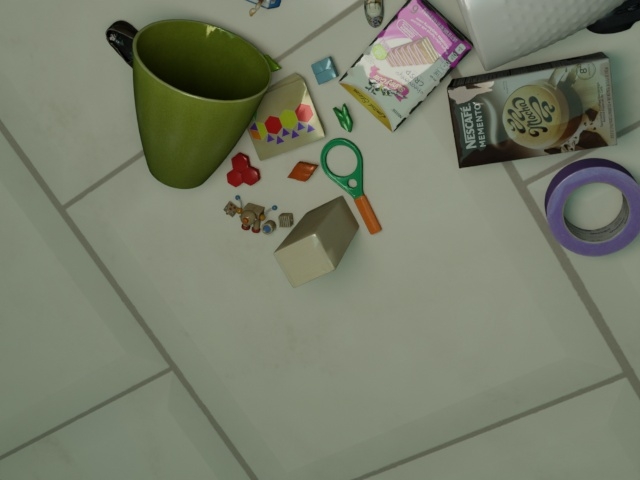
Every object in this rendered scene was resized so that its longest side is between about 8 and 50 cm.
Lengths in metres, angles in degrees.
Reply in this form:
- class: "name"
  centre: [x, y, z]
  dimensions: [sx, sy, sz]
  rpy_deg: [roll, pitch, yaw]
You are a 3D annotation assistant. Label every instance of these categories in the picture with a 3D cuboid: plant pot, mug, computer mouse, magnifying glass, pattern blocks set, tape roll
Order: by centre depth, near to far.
- class: "mug"
  centre: [0.375, -0.514, 1.188]
  dimensions: [0.328, 0.276, 0.374]
  rpy_deg: [-21, 136, 15]
- class: "computer mouse"
  centre: [0.614, -0.441, 1.310]
  dimensions: [0.242, 0.041, 0.071]
  rpy_deg: [-15, 104, 18]
- class: "tape roll"
  centre: [0.556, -0.068, 1.441]
  dimensions: [0.189, 0.080, 0.189]
  rpy_deg: [5, 110, 13]
- class: "plant pot"
  centre: [-0.274, -0.260, 1.482]
  dimensions: [0.275, 0.275, 0.293]
  rpy_deg: [28, 132, 3]
- class: "pattern blocks set"
  centre: [-0.089, -0.264, 1.553]
  dimensions: [0.325, 0.026, 0.285]
  rpy_deg: [-8, 105, 22]
- class: "magnifying glass"
  centre: [0.076, -0.120, 1.575]
  dimensions: [0.092, 0.026, 0.231]
  rpy_deg: [-22, 101, 20]

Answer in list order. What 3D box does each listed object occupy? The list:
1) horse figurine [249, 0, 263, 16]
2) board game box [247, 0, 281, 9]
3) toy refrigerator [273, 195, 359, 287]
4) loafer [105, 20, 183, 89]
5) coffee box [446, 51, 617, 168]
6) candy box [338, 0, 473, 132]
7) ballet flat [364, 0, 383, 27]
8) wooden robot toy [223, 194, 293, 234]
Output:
- class: "horse figurine"
  centre: [-0.136, -0.564, 1.347]
  dimensions: [0.174, 0.066, 0.263]
  rpy_deg: [-37, 100, 28]
- class: "board game box"
  centre: [-0.184, -0.664, 1.405]
  dimensions: [0.302, 0.086, 0.308]
  rpy_deg: [23, 114, 5]
- class: "toy refrigerator"
  centre: [0.000, 0.000, 1.502]
  dimensions: [0.102, 0.269, 0.094]
  rpy_deg: [-26, 102, 20]
- class: "loafer"
  centre: [-0.391, -0.395, 1.559]
  dimensions: [0.220, 0.078, 0.080]
  rpy_deg: [38, 114, -1]
- class: "coffee box"
  centre: [0.410, -0.254, 1.387]
  dimensions: [0.297, 0.119, 0.168]
  rpy_deg: [-8, 108, 17]
- class: "candy box"
  centre: [0.171, -0.359, 1.435]
  dimensions: [0.159, 0.071, 0.233]
  rpy_deg: [41, 114, -4]
- class: "ballet flat"
  centre: [0.106, -0.487, 1.422]
  dimensions: [0.041, 0.041, 0.114]
  rpy_deg: [3, 111, 13]
- class: "wooden robot toy"
  centre: [-0.154, -0.046, 1.628]
  dimensions: [0.173, 0.079, 0.076]
  rpy_deg: [15, 112, 9]
